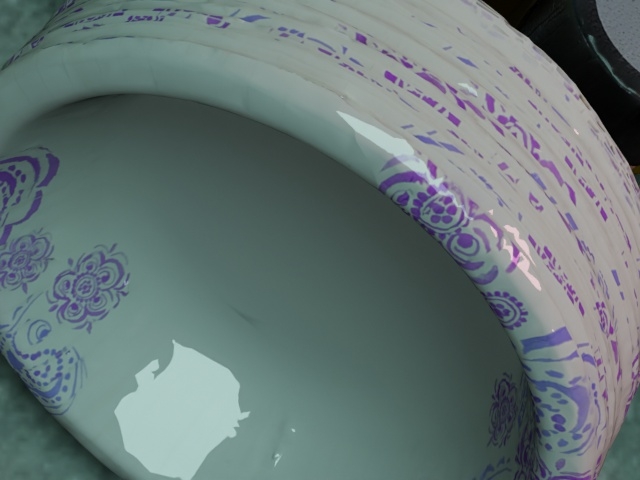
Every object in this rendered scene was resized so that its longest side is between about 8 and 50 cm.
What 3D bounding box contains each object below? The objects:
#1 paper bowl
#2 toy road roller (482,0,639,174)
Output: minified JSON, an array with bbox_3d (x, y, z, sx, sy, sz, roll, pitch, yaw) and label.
[{"bbox_3d":[0.000,0.000,0.669,0.284,0.284,0.148,36,50,-3],"label":"paper bowl"},{"bbox_3d":[0.066,-0.157,0.783,0.329,0.202,0.240,38,55,-4],"label":"toy road roller"}]
